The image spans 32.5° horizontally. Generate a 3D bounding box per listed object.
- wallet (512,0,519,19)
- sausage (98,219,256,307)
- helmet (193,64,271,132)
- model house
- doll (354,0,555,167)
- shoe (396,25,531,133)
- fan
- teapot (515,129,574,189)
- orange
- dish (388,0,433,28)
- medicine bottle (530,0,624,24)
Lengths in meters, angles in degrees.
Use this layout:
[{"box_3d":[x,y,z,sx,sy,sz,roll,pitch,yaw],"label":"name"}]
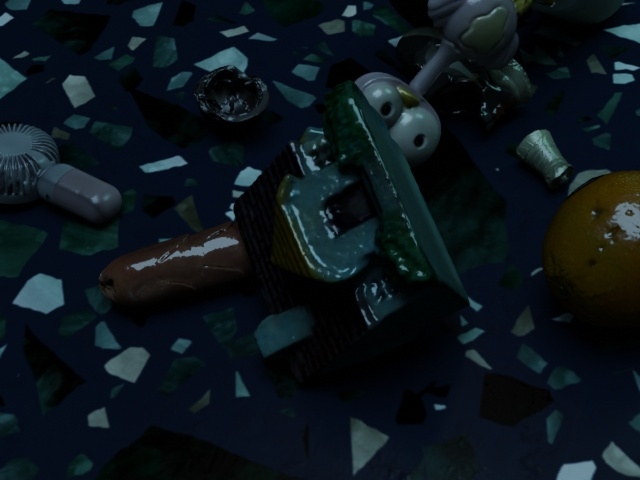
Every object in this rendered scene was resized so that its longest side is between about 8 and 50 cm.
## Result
[{"box_3d":[0.257,-0.410,1.815,0.190,0.033,0.095,17,53,20],"label":"wallet"},{"box_3d":[-0.078,0.003,1.439,0.433,0.088,0.088,-18,49,-11],"label":"sausage"},{"box_3d":[-0.129,-0.200,1.632,0.123,0.070,0.098,35,65,22],"label":"helmet"},{"box_3d":[0.000,0.000,1.312,0.248,0.230,0.280,-26,70,11],"label":"model house"},{"box_3d":[0.161,-0.237,1.516,0.365,0.160,0.094,-50,35,8],"label":"doll"},{"box_3d":[0.196,-0.236,1.627,0.227,0.099,0.112,24,65,26],"label":"shoe"},{"box_3d":[-0.391,-0.087,1.558,0.244,0.074,0.130,25,43,19],"label":"fan"},{"box_3d":[0.319,-0.109,1.529,0.067,0.057,0.083,-1,46,-36],"label":"teapot"},{"box_3d":[0.367,0.012,1.320,0.206,0.206,0.206,-2,48,3],"label":"orange"},{"box_3d":[0.208,-0.357,1.650,0.213,0.213,0.090,31,87,28],"label":"dish"},{"box_3d":[0.364,-0.409,1.652,0.143,0.143,0.258,29,17,27],"label":"medicine bottle"}]
